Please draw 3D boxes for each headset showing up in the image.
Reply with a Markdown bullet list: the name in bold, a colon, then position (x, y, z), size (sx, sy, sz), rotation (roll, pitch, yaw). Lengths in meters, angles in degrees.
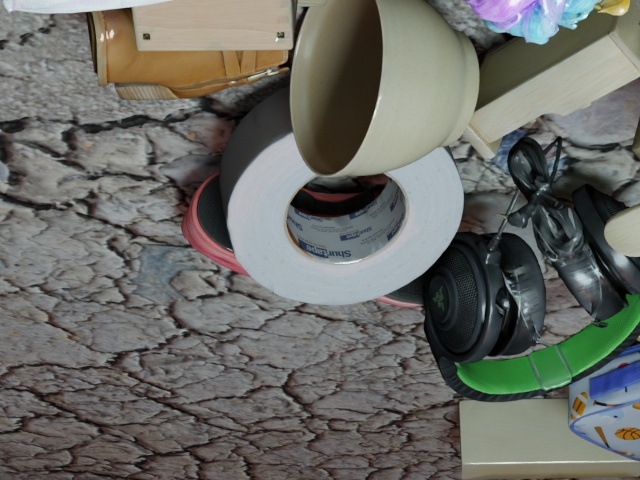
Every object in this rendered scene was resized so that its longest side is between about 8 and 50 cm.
- **headset**: position (0.223, 0.052, 1.241), size (0.243, 0.185, 0.394), rotation (-20, 140, -1)

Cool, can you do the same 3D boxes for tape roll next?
- **tape roll**: position (0.018, -0.043, 1.176), size (0.219, 0.072, 0.219), rotation (-6, 130, -7)

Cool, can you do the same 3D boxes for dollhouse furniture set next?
- **dollhouse furniture set**: position (0.259, -0.077, 1.056), size (0.242, 0.212, 0.161), rotation (44, 135, -19)

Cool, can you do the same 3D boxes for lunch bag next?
- **lunch bag**: position (0.493, 0.203, 1.712), size (0.243, 0.115, 0.303), rotation (28, 142, -34)

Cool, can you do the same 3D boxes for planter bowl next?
- **planter bowl**: position (0.057, -0.126, 1.020), size (0.109, 0.162, 0.162), rotation (4, 155, -26)

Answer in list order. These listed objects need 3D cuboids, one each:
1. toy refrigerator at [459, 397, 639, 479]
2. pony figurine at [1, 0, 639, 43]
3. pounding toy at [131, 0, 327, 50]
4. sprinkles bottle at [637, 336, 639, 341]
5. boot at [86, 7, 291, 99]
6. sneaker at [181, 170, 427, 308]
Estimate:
- **toy refrigerator**: position (0.345, 0.300, 1.921), size (0.269, 0.102, 0.094), rotation (-2, 154, 5)
- **pony figurine**: position (-0.008, -0.250, 0.529), size (0.351, 0.363, 0.303), rotation (4, 154, -6)
- **pounding toy**: position (-0.062, -0.189, 0.932), size (0.130, 0.141, 0.100), rotation (0, 125, 2)
- **sprinkles bottle**: position (0.431, -0.002, 1.291), size (0.121, 0.121, 0.355), rotation (8, 153, -15)
- **boot**: position (-0.102, -0.162, 1.019), size (0.152, 0.073, 0.197), rotation (-7, 176, 3)
- **sneaker**: position (0.000, -0.001, 1.353), size (0.314, 0.116, 0.136), rotation (16, 164, -20)
